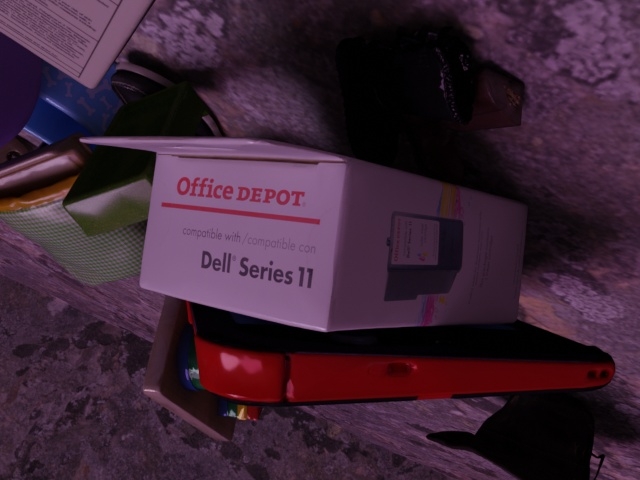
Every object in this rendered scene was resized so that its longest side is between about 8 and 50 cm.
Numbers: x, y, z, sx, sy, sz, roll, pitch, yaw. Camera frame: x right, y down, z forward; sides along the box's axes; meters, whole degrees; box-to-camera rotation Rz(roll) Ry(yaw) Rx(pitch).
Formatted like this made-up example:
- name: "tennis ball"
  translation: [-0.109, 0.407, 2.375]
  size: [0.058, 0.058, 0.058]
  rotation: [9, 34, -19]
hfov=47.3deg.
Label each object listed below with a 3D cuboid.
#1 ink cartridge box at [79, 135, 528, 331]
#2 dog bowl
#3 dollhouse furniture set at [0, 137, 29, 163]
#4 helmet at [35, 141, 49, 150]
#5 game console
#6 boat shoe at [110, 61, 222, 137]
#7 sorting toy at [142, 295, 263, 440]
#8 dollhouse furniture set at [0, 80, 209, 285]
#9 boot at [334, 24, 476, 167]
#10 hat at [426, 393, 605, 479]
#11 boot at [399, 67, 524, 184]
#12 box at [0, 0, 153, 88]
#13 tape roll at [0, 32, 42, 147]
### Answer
- name: "ink cartridge box"
  translation: [0.000, 0.000, 0.601]
  size: [0.207, 0.119, 0.353]
  rotation: [7, 180, 40]
- name: "dog bowl"
  translation: [-0.335, -0.188, 0.801]
  size: [0.297, 0.074, 0.166]
  rotation: [33, 158, -18]
- name: "dollhouse furniture set"
  translation: [-0.554, -0.138, 1.137]
  size: [0.184, 0.129, 0.129]
  rotation: [51, 154, -10]
- name: "helmet"
  translation: [-0.294, -0.056, 0.948]
  size: [0.161, 0.169, 0.169]
  rotation: [34, 158, -8]
- name: "game console"
  translation: [0.041, 0.084, 0.737]
  size: [0.342, 0.060, 0.386]
  rotation: [-1, -175, -12]
- name: "boat shoe"
  translation: [-0.156, -0.101, 0.805]
  size: [0.084, 0.079, 0.233]
  rotation: [15, 155, 29]
- name: "sorting toy"
  translation: [-0.120, 0.124, 1.005]
  size: [0.089, 0.255, 0.257]
  rotation: [2, 153, 16]
- name: "dollhouse furniture set"
  translation: [-0.220, -0.004, 0.759]
  size: [0.301, 0.151, 0.197]
  rotation: [-15, 131, 23]
- name: "boot"
  translation: [0.067, -0.101, 0.546]
  size: [0.099, 0.045, 0.121]
  rotation: [11, 131, 36]
- name: "hat"
  translation: [0.337, 0.299, 1.128]
  size: [0.331, 0.134, 0.331]
  rotation: [20, 176, 2]
- name: "boot"
  translation: [0.121, -0.087, 0.579]
  size: [0.114, 0.037, 0.106]
  rotation: [-7, 141, 48]
- name: "box"
  translation: [-0.149, -0.215, 0.444]
  size: [0.148, 0.127, 0.232]
  rotation: [34, 158, -20]
- name: "tape roll"
  translation: [-0.405, -0.185, 0.673]
  size: [0.275, 0.090, 0.275]
  rotation: [8, 124, 12]
